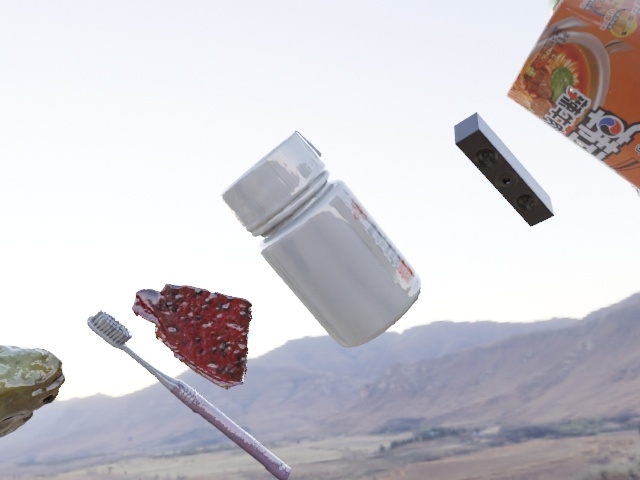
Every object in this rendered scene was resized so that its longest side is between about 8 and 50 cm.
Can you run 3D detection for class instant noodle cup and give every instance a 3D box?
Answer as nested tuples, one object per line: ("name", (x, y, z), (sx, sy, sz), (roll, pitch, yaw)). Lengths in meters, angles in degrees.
("instant noodle cup", (0.330, -0.192, 0.684), (0.192, 0.250, 0.250), (32, -10, 9))

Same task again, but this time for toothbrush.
("toothbrush", (-0.162, 0.209, 0.857), (0.029, 0.024, 0.354), (-35, -70, 29))

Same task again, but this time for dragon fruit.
("dragon fruit", (-0.133, 0.094, 0.687), (0.131, 0.097, 0.063), (14, 1, -1))

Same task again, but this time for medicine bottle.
("medicine bottle", (0.000, 0.000, 0.806), (0.145, 0.252, 0.144), (-39, 13, 11))

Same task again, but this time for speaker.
("speaker", (0.258, -0.096, 0.911), (0.040, 0.046, 0.191), (-32, -58, 32))

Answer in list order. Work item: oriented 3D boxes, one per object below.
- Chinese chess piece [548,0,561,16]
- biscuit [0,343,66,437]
("Chinese chess piece", (0.411, -0.388, 1.053), (0.084, 0.084, 0.034), (-3, 26, -17))
("biscuit", (-0.396, 0.153, 0.555), (0.335, 0.078, 0.329), (-14, -28, -21))
